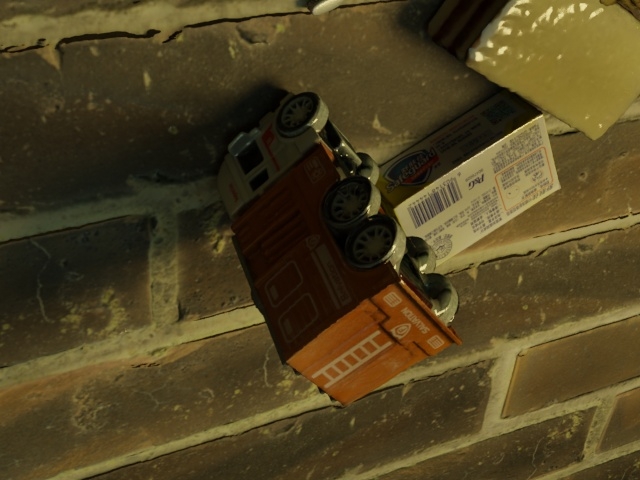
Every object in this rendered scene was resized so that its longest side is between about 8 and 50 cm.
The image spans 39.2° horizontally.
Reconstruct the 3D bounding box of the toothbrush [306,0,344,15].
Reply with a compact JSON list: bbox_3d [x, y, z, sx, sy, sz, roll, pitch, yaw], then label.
[{"bbox_3d":[0.109,-0.353,1.138,0.286,0.025,0.020,-28,132,-10],"label":"toothbrush"}]

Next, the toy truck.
[{"bbox_3d":[0.000,0.000,1.105,0.207,0.387,0.173,-37,134,10],"label":"toy truck"}]

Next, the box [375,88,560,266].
[{"bbox_3d":[0.217,-0.087,1.355,0.265,0.097,0.168,-33,134,-3],"label":"box"}]

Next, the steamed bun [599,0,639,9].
[{"bbox_3d":[0.440,-0.420,1.144,0.428,0.189,0.247,-12,138,-49],"label":"steamed bun"}]

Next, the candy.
[{"bbox_3d":[0.319,-0.279,1.241,0.320,0.135,0.179,19,114,-37],"label":"candy"}]
